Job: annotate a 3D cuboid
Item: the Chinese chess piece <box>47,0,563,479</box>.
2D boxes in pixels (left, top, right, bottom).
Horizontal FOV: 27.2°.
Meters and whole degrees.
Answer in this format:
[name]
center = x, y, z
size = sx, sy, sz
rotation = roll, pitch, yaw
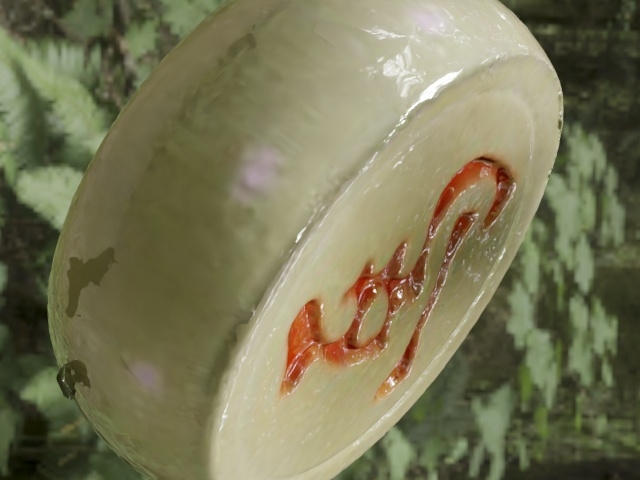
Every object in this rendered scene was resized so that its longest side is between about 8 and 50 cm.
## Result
[Chinese chess piece]
center = 0.000, 0.000, 0.607
size = 0.273, 0.102, 0.273
rotation = -41, 153, -26
